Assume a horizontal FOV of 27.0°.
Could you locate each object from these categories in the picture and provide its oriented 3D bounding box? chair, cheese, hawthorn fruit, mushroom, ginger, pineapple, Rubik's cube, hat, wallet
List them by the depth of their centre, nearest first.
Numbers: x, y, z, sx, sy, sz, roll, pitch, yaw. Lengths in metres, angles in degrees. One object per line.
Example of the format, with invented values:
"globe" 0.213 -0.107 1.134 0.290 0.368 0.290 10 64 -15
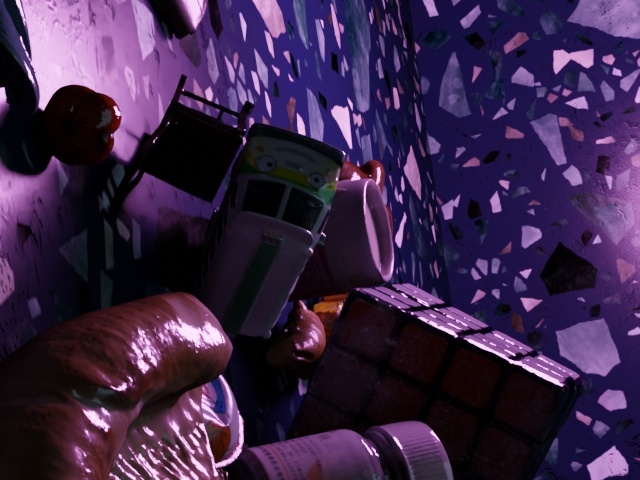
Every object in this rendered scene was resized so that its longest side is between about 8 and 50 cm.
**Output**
"mushroom" -0.211 0.180 1.177 0.313 0.224 0.397 38 30 -33
"hat" -0.314 -0.192 1.243 0.191 0.078 0.138 -112 -173 -47
"hawthorn fruit" -0.251 -0.122 1.415 0.093 0.093 0.093 -10 90 -76
"cheese" -0.163 0.156 1.524 0.189 0.074 0.286 33 28 -28
"chair" -0.166 -0.095 1.602 0.229 0.113 0.106 -79 -165 -56
"wallet" -0.211 -0.416 1.835 0.229 0.049 0.182 64 24 -43
"Rubik's cube" 0.161 0.283 1.982 0.344 0.344 0.337 -64 166 4
"ginger" -0.029 0.155 2.079 0.205 0.081 0.115 45 69 -79
"pineapple" 0.027 0.158 2.283 0.233 0.079 0.135 -54 134 -75

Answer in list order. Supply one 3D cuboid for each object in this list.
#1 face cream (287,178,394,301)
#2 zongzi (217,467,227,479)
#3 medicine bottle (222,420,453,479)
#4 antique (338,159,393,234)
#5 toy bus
"face cream" 0.000 0.000 2.062 0.175 0.195 0.175 -11 90 -73
"zongzi" -0.176 0.273 1.451 0.204 0.094 0.205 53 20 -31
"medicine bottle" 0.018 0.325 1.701 0.165 0.273 0.165 171 -90 -67
"antique" 0.060 -0.043 2.494 0.143 0.121 0.257 -67 153 -49
"toy bus" -0.073 -0.003 1.694 0.276 0.133 0.165 116 -12 -52
